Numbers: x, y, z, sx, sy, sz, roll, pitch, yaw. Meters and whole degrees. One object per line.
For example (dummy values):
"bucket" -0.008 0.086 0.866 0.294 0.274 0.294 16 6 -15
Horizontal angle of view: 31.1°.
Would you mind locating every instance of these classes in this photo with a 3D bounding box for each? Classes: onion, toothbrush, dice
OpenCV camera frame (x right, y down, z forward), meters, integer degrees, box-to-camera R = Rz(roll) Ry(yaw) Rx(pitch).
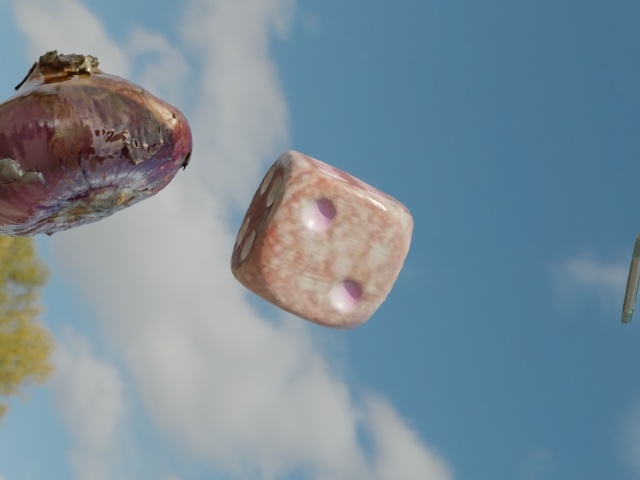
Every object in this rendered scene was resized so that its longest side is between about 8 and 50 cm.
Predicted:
"onion" -0.244 -0.098 1.096 0.230 0.230 0.163 -24 -92 59
"toothbrush" 0.275 0.009 0.992 0.011 0.014 0.167 9 -48 14
"dice" 0.000 0.000 0.751 0.091 0.094 0.093 -65 -165 8
